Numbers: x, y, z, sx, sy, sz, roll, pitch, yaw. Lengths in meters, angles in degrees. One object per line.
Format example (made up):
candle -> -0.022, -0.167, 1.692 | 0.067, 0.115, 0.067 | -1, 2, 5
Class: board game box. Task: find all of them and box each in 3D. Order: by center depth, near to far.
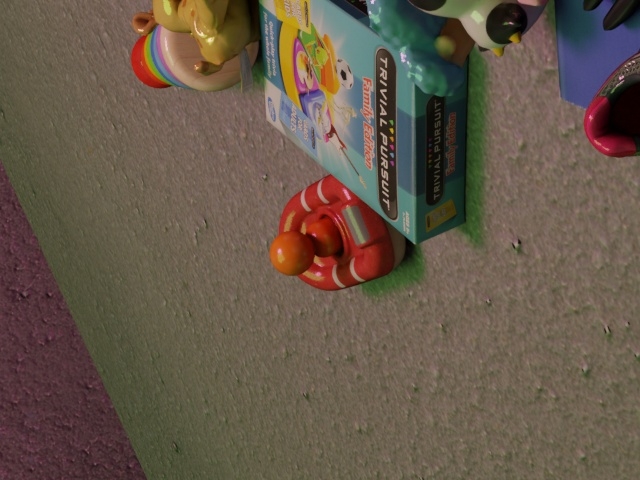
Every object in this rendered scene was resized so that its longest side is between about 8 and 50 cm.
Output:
board game box -> 0.045, -0.189, 1.818 | 0.336, 0.079, 0.254 | 42, 146, 43

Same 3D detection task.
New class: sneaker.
sneaker -> 0.339, -0.135, 1.187 | 0.121, 0.112, 0.299 | 57, 141, -1

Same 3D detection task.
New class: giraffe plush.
giraffe plush -> -0.149, -0.315, 1.944 | 0.170, 0.181, 0.210 | 29, 121, 36

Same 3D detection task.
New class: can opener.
can opener -> 0.265, -0.229, 1.264 | 0.059, 0.073, 0.186 | 56, 163, 3

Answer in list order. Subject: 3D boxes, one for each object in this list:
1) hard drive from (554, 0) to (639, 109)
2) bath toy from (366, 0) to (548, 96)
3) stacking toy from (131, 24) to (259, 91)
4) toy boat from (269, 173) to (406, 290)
hard drive -> 0.282, -0.248, 1.329 | 0.210, 0.040, 0.319 | 33, 139, 51
bath toy -> 0.171, -0.256, 1.338 | 0.348, 0.151, 0.129 | 138, 134, -58
stacking toy -> -0.200, -0.279, 2.204 | 0.141, 0.141, 0.330 | 70, 163, -8
toy boat -> 0.000, 0.000, 1.986 | 0.151, 0.151, 0.231 | 67, 156, 1
